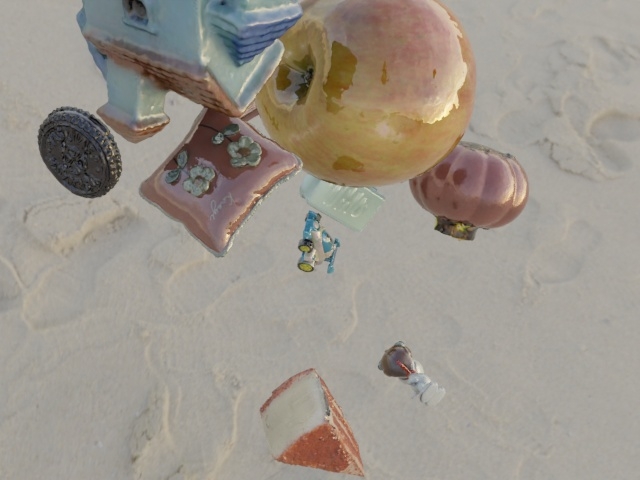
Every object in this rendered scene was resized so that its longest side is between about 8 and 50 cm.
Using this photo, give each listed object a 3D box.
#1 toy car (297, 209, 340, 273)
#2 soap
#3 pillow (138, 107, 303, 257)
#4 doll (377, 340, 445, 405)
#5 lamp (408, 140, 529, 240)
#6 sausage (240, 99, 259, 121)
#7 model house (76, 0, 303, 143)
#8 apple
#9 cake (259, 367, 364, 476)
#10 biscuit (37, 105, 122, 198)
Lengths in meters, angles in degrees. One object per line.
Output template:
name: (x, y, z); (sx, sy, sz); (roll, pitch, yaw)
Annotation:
toy car: (0.000, 0.000, 1.707); (0.098, 0.161, 0.126); (10, 56, 4)
soap: (0.052, -0.112, 1.643); (0.198, 0.119, 0.066); (28, 12, -38)
pillow: (-0.141, -0.090, 0.913); (0.171, 0.075, 0.179); (36, 80, 16)
doll: (0.095, 0.143, 0.715); (0.058, 0.085, 0.040); (39, 94, -10)
lamp: (0.364, -0.124, 1.678); (0.305, 0.240, 0.305); (15, 11, -3)
sausage: (-0.196, -0.320, 1.627); (0.141, 0.076, 0.076); (-40, 78, -23)
model house: (-0.156, -0.273, 0.848); (0.294, 0.330, 0.251); (24, 31, 24)
apple: (0.074, -0.284, 1.239); (0.346, 0.391, 0.392); (-9, 60, -45)
cake: (-0.018, 0.432, 1.458); (0.159, 0.262, 0.158); (-25, 38, 2)
biscuit: (-0.483, -0.175, 1.343); (0.194, 0.195, 0.053); (34, 40, 2)
